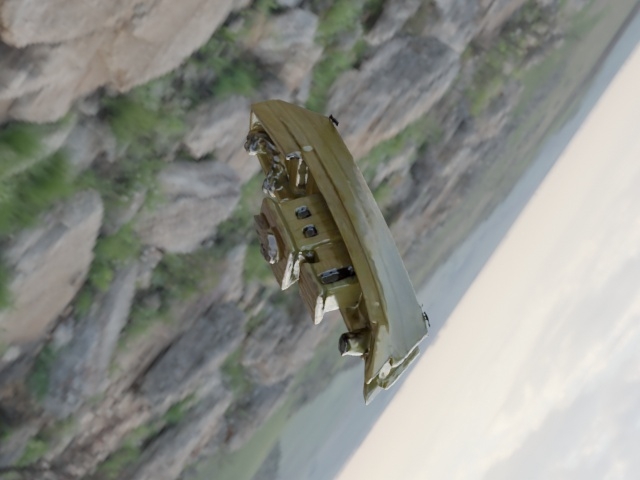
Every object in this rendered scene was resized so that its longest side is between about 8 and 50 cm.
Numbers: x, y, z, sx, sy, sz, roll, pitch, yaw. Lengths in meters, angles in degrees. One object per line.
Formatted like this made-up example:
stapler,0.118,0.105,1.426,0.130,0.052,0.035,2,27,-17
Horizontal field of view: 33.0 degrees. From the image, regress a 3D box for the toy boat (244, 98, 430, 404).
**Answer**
toy boat,0.000,0.000,0.650,0.072,0.206,0.064,-13,148,-17
